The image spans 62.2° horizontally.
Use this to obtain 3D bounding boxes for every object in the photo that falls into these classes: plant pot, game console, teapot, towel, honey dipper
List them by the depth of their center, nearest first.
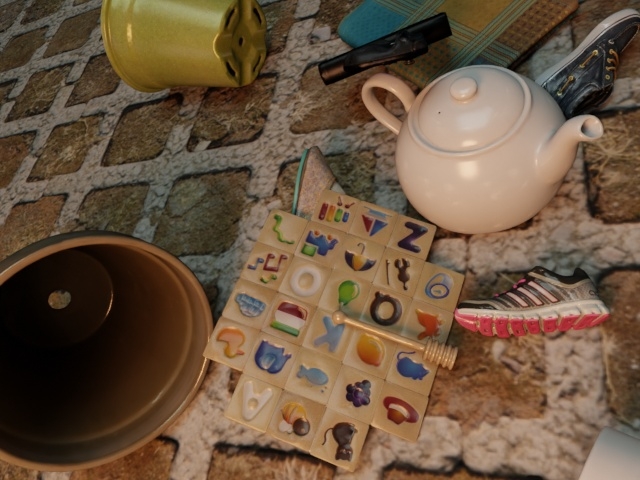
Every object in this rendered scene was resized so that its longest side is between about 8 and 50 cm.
[{"bbox_3d":[0.091,0.120,0.668,0.161,0.030,0.030,19,69,13],"label":"honey dipper"},{"bbox_3d":[0.203,-0.146,0.720,0.256,0.187,0.252,-19,53,17],"label":"teapot"},{"bbox_3d":[0.089,-0.277,0.785,0.213,0.043,0.361,-18,18,17],"label":"game console"},{"bbox_3d":[-0.364,0.123,0.796,0.323,0.323,0.280,-54,35,-12],"label":"plant pot"},{"bbox_3d":[0.225,-0.398,0.966,0.271,0.040,0.370,-42,53,-1],"label":"towel"},{"bbox_3d":[-0.262,-0.431,1.116,0.254,0.276,0.275,17,69,22],"label":"plant pot"}]

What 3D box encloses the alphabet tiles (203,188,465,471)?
[{"bbox_3d":[0.022,0.099,0.698,0.285,0.011,0.342,19,68,9],"label":"alphabet tiles"}]

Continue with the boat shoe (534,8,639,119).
[{"bbox_3d":[0.404,-0.248,0.764,0.183,0.065,0.083,-41,52,7],"label":"boat shoe"}]

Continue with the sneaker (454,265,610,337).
[{"bbox_3d":[0.248,0.070,0.640,0.171,0.063,0.074,-8,57,17],"label":"sneaker"}]

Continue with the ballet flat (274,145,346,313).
[{"bbox_3d":[0.000,0.000,0.802,0.106,0.107,0.315,8,68,9],"label":"ballet flat"}]

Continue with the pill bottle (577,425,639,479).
[{"bbox_3d":[0.340,0.270,0.400,0.283,0.161,0.161,21,72,35],"label":"pill bottle"}]
